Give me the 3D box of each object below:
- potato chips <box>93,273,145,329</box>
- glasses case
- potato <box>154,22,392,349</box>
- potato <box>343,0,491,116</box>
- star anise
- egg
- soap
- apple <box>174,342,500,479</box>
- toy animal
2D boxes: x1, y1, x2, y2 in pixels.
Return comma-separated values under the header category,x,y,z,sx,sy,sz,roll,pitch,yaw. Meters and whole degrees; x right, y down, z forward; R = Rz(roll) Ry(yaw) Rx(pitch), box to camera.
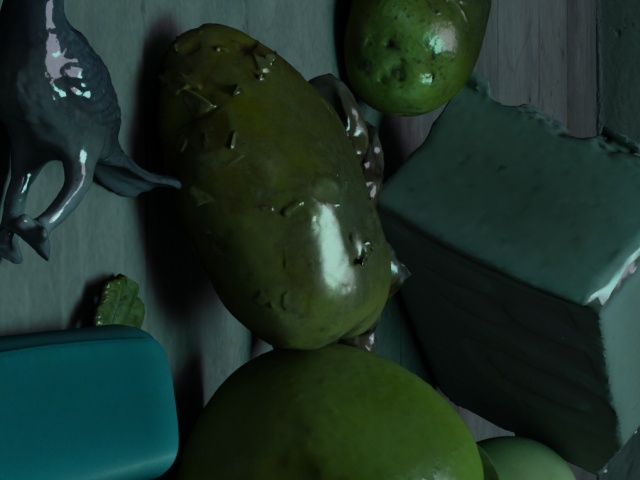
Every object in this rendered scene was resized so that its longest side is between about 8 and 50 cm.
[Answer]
category,x,y,z,sx,sy,sz,roll,pitch,yaw
potato chips,-0.169,0.102,1.373,0.207,0.028,0.092,-70,154,-47
glasses case,-0.193,0.120,1.201,0.301,0.070,0.117,-4,93,-63
potato,-0.039,-0.043,1.520,0.296,0.141,0.191,60,35,-9
potato,0.109,-0.249,2.007,0.197,0.149,0.228,67,29,-18
star anise,0.008,-0.005,1.762,0.315,0.108,0.315,15,73,-63
egg,0.199,0.346,2.171,0.253,0.189,0.188,-46,144,-16
soap,0.268,0.058,2.117,0.213,0.350,0.435,-52,148,-21
apple,0.016,0.232,1.565,0.292,0.254,0.291,8,90,-68
toy animal,-0.180,-0.072,1.261,0.367,0.081,0.205,71,28,-52
